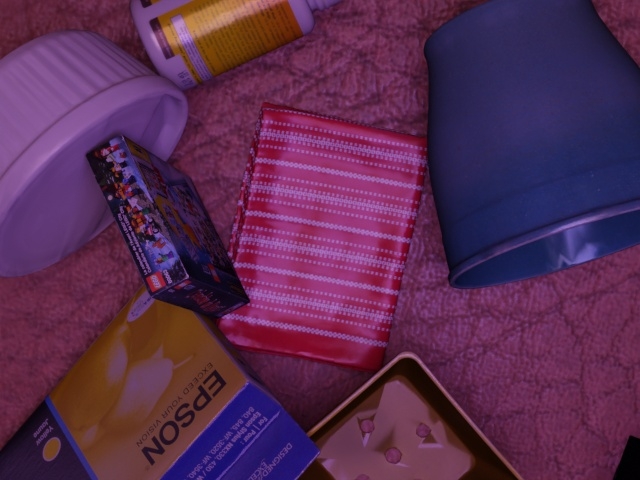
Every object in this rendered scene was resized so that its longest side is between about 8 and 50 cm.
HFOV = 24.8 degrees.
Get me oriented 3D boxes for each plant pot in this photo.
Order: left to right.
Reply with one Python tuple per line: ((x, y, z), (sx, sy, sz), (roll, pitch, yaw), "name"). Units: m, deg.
((0.078, 0.247, 1.542), (0.212, 0.187, 0.212), (-41, 92, 3), "plant pot")
((0.228, -0.113, 1.491), (0.272, 0.271, 0.255), (-16, 79, 2), "plant pot")

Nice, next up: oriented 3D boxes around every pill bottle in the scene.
((-0.086, -0.251, 1.551), (0.215, 0.117, 0.117), (-24, 93, 3), "pill bottle")

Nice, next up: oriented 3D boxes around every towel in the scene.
((0.000, 0.000, 1.608), (0.199, 0.031, 0.274), (12, 94, 0), "towel")

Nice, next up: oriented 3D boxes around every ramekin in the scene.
((-0.275, -0.098, 1.500), (0.273, 0.273, 0.127), (-45, 77, 4), "ramekin")

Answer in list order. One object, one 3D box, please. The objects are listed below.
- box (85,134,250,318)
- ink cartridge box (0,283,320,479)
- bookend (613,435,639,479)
((-0.152, -0.008, 1.493), (0.044, 0.233, 0.159), (-27, 77, 7), "box")
((-0.189, 0.227, 1.512), (0.303, 0.307, 0.072), (-48, 132, 3), "ink cartridge box")
((0.351, 0.306, 1.553), (0.072, 0.157, 0.156), (19, 93, 1), "bookend")
